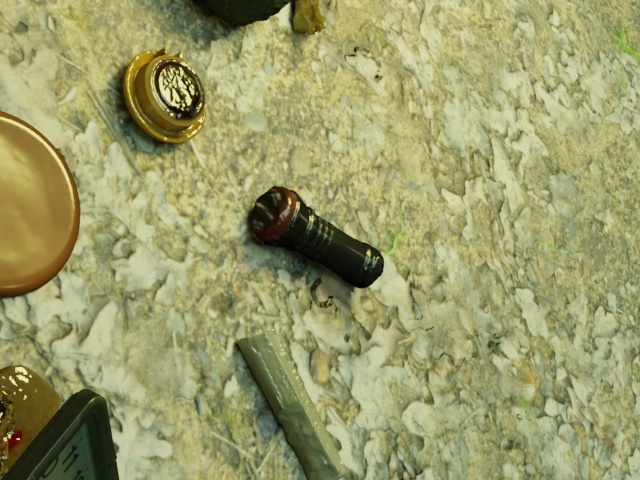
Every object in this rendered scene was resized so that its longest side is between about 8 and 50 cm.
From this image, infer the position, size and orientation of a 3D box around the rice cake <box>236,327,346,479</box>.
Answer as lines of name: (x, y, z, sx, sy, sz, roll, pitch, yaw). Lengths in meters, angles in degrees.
rice cake: (-0.039, 0.243, 1.704, 0.057, 0.052, 0.256, -28, 96, -15)

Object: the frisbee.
frisbee: (-0.414, -0.051, 1.486, 0.251, 0.021, 0.251, 14, 67, -37)

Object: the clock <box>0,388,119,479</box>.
clock: (-0.324, 0.334, 1.310, 0.279, 0.049, 0.273, -54, 157, -40)

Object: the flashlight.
flashlight: (0.000, 0.000, 1.805, 0.232, 0.093, 0.093, 30, 57, -37)

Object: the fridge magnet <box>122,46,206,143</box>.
fridge magnet: (-0.220, -0.208, 1.685, 0.143, 0.063, 0.143, 20, 60, -39)

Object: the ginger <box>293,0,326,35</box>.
ginger: (-0.022, -0.386, 1.943, 0.057, 0.044, 0.137, -4, 63, 1)

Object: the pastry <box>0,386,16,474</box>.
pastry: (-0.452, 0.197, 1.206, 0.275, 0.275, 0.193, -44, 150, -42)

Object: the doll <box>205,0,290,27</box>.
doll: (-0.080, -0.502, 1.805, 0.247, 0.247, 0.349, 32, 70, -31)

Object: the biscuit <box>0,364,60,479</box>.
biscuit: (-0.416, 0.277, 1.355, 0.320, 0.047, 0.183, -32, 95, -42)
